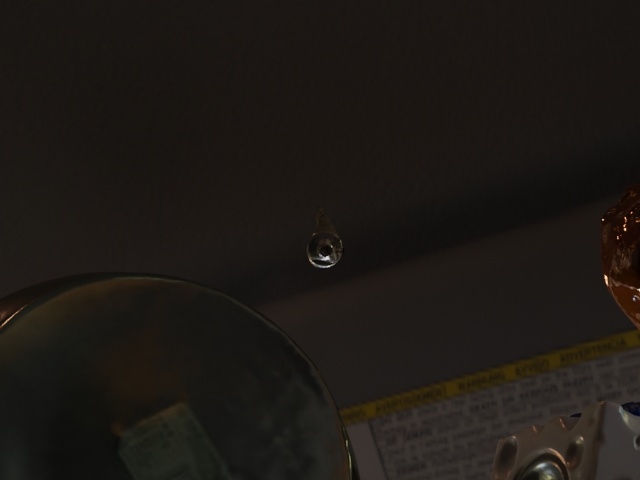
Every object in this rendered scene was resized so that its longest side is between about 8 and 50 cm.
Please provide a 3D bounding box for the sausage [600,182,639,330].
[{"bbox_3d":[0.319,0.100,0.784,0.097,0.094,0.348,-45,-85,-9],"label":"sausage"}]

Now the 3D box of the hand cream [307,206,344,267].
[{"bbox_3d":[0.000,0.000,1.217,0.037,0.165,0.057,6,-83,-5],"label":"hand cream"}]

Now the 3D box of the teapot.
[{"bbox_3d":[-0.135,0.241,0.803,0.376,0.305,0.362,55,-36,16],"label":"teapot"}]

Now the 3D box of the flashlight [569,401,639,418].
[{"bbox_3d":[0.369,0.237,1.521,0.121,0.057,0.035,-12,-69,-12],"label":"flashlight"}]

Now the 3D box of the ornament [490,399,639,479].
[{"bbox_3d":[0.317,0.331,1.208,0.240,0.239,0.240,19,-23,-12],"label":"ornament"}]
